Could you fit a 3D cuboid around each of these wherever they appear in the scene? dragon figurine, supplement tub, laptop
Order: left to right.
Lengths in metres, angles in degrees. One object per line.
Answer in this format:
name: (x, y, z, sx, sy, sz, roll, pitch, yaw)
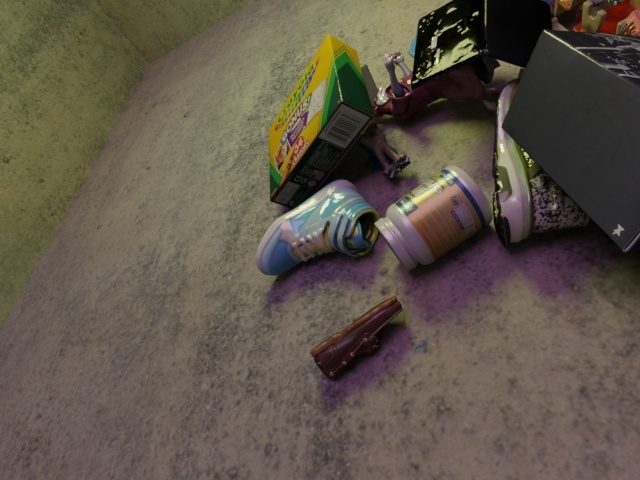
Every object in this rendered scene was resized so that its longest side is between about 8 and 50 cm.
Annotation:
dragon figurine: (0.147, -0.248, 1.164, 0.085, 0.144, 0.289, -37, 23, 5)
supplement tub: (0.226, -0.042, 0.886, 0.200, 0.144, 0.144, -35, 42, 5)
laptop: (0.358, -0.438, 0.976, 0.264, 0.136, 0.234, -14, 54, 40)

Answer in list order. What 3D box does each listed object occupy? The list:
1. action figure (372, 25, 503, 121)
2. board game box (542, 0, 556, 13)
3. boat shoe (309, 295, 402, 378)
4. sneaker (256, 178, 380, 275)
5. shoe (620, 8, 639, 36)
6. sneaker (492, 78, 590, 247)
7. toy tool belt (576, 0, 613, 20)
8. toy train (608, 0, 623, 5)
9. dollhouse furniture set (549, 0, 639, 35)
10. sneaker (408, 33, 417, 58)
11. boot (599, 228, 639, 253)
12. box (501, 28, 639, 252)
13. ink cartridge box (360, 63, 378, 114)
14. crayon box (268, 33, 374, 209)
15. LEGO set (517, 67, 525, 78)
action figure: (0.294, -0.418, 1.180, 0.370, 0.276, 0.248, -27, 16, 41)
board game box: (0.586, -0.628, 1.148, 0.194, 0.060, 0.194, -33, 17, 5)
boat shoe: (0.080, 0.190, 0.854, 0.207, 0.073, 0.073, -37, 79, 8)
sneaker: (0.000, 0.000, 1.026, 0.319, 0.127, 0.208, -42, 41, -2)
shoe: (0.598, -0.382, 0.821, 0.178, 0.063, 0.081, -32, 53, -21)
sneaker: (0.442, -0.165, 0.868, 0.182, 0.158, 0.410, 2, 59, 19)
toy tool belt: (0.690, -0.576, 1.099, 0.083, 0.052, 0.051, -10, 22, 27)
toy train: (0.651, -0.523, 0.920, 0.083, 0.017, 0.023, -30, 67, 3)
dollhouse furniture set: (0.622, -0.477, 0.998, 0.259, 0.135, 0.262, -27, 56, 5)
sneaker: (0.330, -0.565, 1.330, 0.126, 0.091, 0.240, -32, 44, 59)
boot: (0.552, -0.024, 0.715, 0.106, 0.082, 0.219, -7, 33, -4)
box: (0.520, -0.164, 0.654, 0.312, 0.179, 0.343, -4, 43, -12)
ink cartridge box: (0.075, -0.467, 1.356, 0.087, 0.153, 0.208, -49, 44, -12)
crayon box: (-0.021, -0.317, 1.195, 0.363, 0.106, 0.313, -47, 38, 39)
LEGO set: (0.560, -0.310, 0.908, 0.287, 0.107, 0.132, 6, 45, 34)
